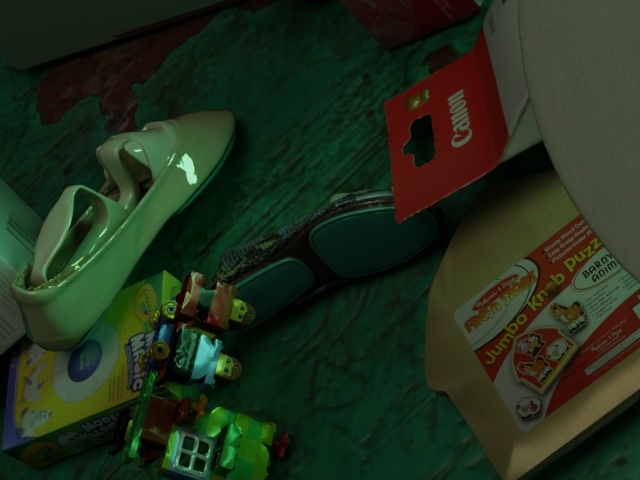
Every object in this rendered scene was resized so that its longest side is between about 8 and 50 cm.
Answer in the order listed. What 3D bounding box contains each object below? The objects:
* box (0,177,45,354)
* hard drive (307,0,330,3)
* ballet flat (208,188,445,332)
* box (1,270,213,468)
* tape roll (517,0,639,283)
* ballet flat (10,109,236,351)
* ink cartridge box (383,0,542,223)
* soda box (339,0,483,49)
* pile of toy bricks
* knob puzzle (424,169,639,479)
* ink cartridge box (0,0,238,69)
[{"bbox_3d":[-0.297,0.049,1.168,0.170,0.091,0.130,-39,21,12],"label":"box"},{"bbox_3d":[-0.040,-0.318,1.191,0.054,0.172,0.255,-36,41,47],"label":"hard drive"},{"bbox_3d":[0.000,0.000,1.019,0.188,0.070,0.070,-23,50,21],"label":"ballet flat"},{"bbox_3d":[-0.156,0.094,1.091,0.179,0.043,0.105,-22,50,23],"label":"box"},{"bbox_3d":[0.269,-0.129,0.701,0.392,0.072,0.392,5,97,43],"label":"tape roll"},{"bbox_3d":[-0.150,-0.029,1.102,0.086,0.086,0.248,5,52,40],"label":"ballet flat"},{"bbox_3d":[0.129,-0.125,0.957,0.224,0.056,0.181,-28,27,16],"label":"ink cartridge box"},{"bbox_3d":[0.016,-0.247,1.022,0.092,0.263,0.084,-18,53,30],"label":"soda box"},{"bbox_3d":[-0.073,0.131,0.964,0.118,0.105,0.212,-40,33,58],"label":"pile of toy bricks"},{"bbox_3d":[0.146,0.035,0.899,0.213,0.030,0.213,-20,52,28],"label":"knob puzzle"},{"bbox_3d":[-0.189,-0.381,1.348,0.279,0.160,0.385,-12,55,32],"label":"ink cartridge box"}]
